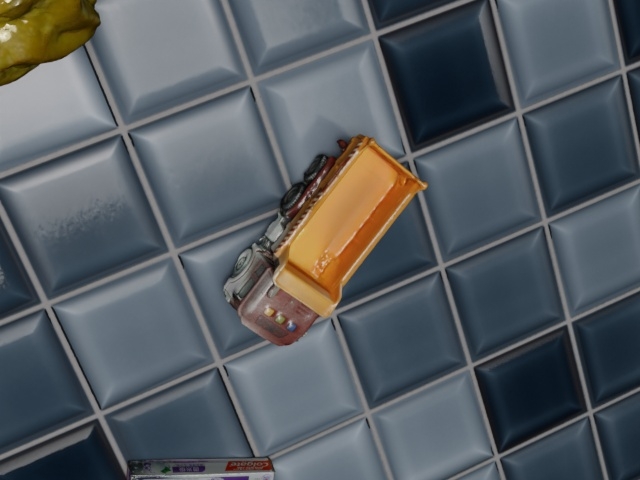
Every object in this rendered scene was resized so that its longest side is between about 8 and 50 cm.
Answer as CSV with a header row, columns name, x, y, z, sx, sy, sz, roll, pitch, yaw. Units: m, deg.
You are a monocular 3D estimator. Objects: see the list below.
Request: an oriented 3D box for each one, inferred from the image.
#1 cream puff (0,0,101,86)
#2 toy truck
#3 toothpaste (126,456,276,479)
name,x,y,z,sx,sy,sz,roll,pitch,yaw
cream puff,-0.328,-0.251,0.801,0.257,0.324,0.291,36,68,-24
toy truck,0.000,0.000,1.083,0.114,0.135,0.270,37,93,-23
toothpaste,-0.161,0.324,1.181,0.196,0.040,0.047,3,109,-18
